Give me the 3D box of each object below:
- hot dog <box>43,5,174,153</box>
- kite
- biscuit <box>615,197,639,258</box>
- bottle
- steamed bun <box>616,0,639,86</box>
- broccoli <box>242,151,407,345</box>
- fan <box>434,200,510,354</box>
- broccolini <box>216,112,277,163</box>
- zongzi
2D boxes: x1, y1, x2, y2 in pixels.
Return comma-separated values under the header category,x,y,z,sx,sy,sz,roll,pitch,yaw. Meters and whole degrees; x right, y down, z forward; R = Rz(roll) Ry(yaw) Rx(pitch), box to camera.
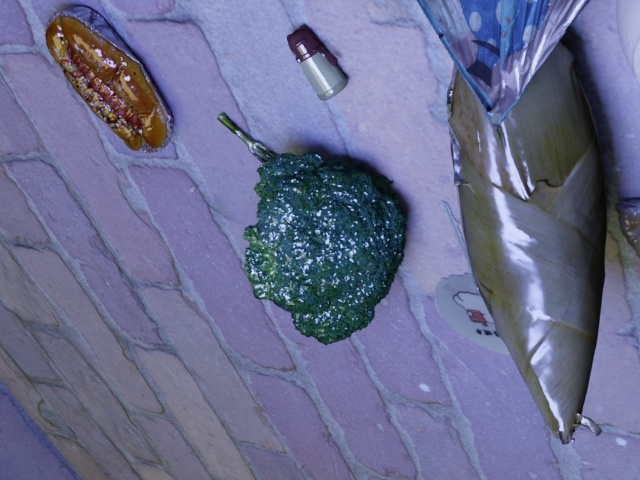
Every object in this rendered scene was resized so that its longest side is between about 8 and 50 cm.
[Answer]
category,x,y,z,sx,sy,sz,roll,pitch,yaw
hot dog,-0.330,-0.252,1.504,0.144,0.075,0.268,-13,121,47
kite,0.181,-0.292,0.931,0.406,0.014,0.368,16,111,55
biscuit,0.499,0.027,1.177,0.290,0.038,0.141,24,144,18
bottle,-0.006,-0.242,1.279,0.063,0.047,0.101,-22,112,34
steamed bun,0.400,-0.232,0.821,0.283,0.177,0.283,2,156,1
broccoli,0.000,0.000,1.407,0.294,0.265,0.245,59,168,-13
fan,0.239,0.067,1.460,0.191,0.009,0.329,4,135,37
broccolini,-0.105,-0.149,1.488,0.140,0.030,0.035,41,-179,0
zongzi,0.229,-0.065,1.043,0.182,0.418,0.447,-10,128,11
